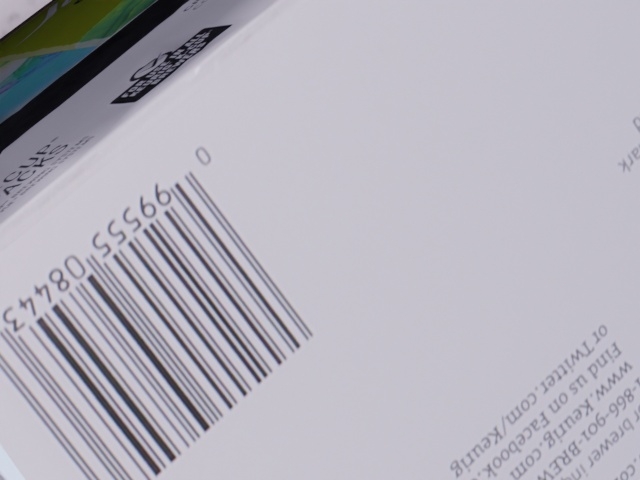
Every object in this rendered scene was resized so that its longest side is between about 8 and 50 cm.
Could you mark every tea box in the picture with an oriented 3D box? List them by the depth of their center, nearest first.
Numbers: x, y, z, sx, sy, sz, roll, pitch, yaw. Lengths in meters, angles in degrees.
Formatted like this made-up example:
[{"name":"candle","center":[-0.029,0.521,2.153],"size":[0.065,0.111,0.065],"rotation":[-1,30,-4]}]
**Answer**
[{"name":"tea box","center":[0.000,0.000,0.671],"size":[0.329,0.323,0.220],"rotation":[-41,107,-20]}]
